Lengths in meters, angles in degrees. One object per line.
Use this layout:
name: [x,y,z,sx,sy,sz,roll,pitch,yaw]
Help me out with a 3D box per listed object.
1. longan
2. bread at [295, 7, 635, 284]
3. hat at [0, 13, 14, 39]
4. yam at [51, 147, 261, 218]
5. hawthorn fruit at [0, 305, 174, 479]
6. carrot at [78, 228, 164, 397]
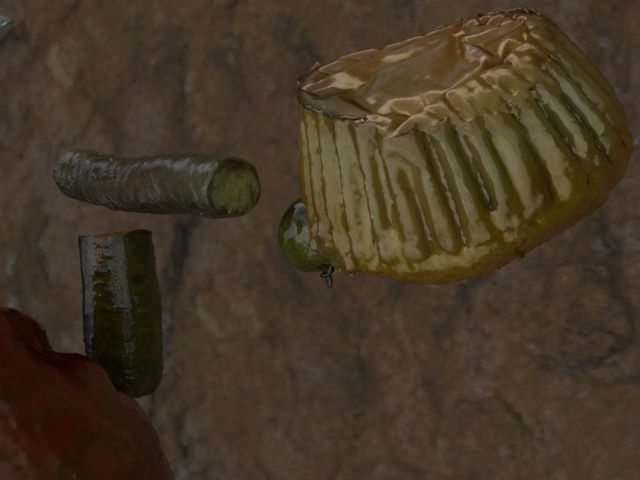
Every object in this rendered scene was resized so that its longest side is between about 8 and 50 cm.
longan: [0.000,0.000,1.042,0.075,0.075,0.083,-20,87,43]
bread: [0.094,-0.074,0.846,0.240,0.240,0.139,16,134,45]
hat: [-0.455,-0.138,1.152,0.168,0.301,0.257,3,69,45]
yam: [-0.166,-0.056,1.154,0.300,0.066,0.066,7,92,50]
hawthorn fruit: [-0.328,0.256,1.016,0.403,0.403,0.402,-5,83,46]
carrot: [-0.195,0.069,1.186,0.082,0.082,0.173,13,108,46]
